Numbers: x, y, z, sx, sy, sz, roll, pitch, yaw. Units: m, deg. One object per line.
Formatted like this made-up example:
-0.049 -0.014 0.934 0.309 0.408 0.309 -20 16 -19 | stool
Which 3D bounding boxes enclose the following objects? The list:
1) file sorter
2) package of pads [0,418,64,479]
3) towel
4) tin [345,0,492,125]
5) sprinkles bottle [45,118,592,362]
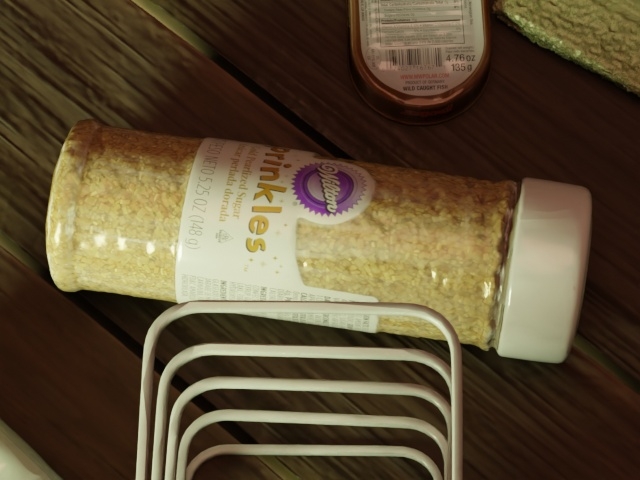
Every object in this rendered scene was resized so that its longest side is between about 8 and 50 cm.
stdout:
-0.008 0.166 1.201 0.192 0.278 0.173 1 66 2 | file sorter
-0.289 0.239 1.270 0.229 0.101 0.296 42 77 15 | package of pads
0.209 -0.170 1.443 0.148 0.027 0.110 29 75 10 | towel
0.072 -0.177 1.445 0.106 0.040 0.190 -1 70 -4 | tin
0.000 0.000 1.338 0.355 0.121 0.121 8 71 5 | sprinkles bottle
